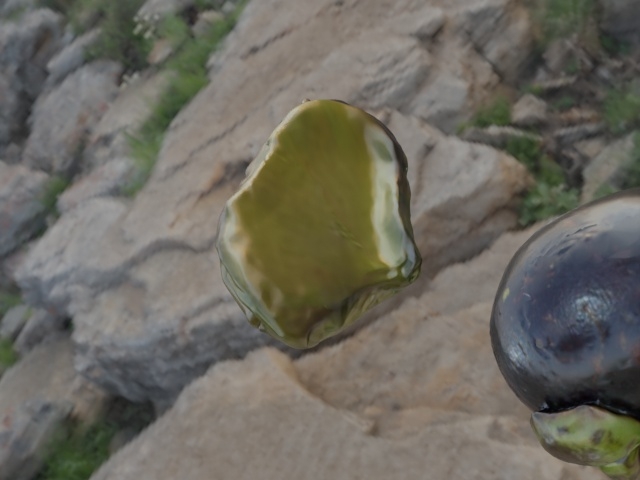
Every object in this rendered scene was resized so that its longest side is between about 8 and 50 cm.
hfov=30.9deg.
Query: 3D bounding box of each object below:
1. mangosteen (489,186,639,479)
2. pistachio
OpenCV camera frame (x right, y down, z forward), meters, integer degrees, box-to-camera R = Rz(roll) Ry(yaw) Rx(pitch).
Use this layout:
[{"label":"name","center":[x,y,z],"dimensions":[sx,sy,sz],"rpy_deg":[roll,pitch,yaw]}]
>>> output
[{"label":"mangosteen","center":[0.218,0.076,0.762],"dimensions":[0.192,0.192,0.217],"rpy_deg":[-35,62,31]},{"label":"pistachio","center":[0.000,0.000,0.507],"dimensions":[0.049,0.089,0.173],"rpy_deg":[-50,7,37]}]
